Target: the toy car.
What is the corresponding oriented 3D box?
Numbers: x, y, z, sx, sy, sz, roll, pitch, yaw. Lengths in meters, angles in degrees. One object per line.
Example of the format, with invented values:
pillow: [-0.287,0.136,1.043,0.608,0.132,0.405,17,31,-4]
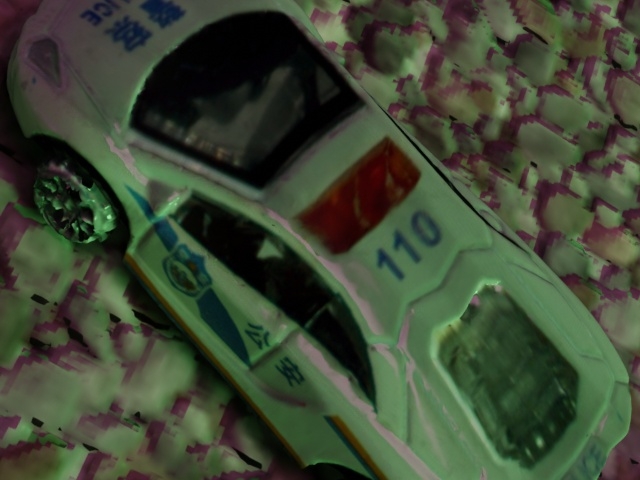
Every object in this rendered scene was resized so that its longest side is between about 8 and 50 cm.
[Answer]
toy car: [0.000,0.000,0.432,0.205,0.056,0.095,48,55,-1]
